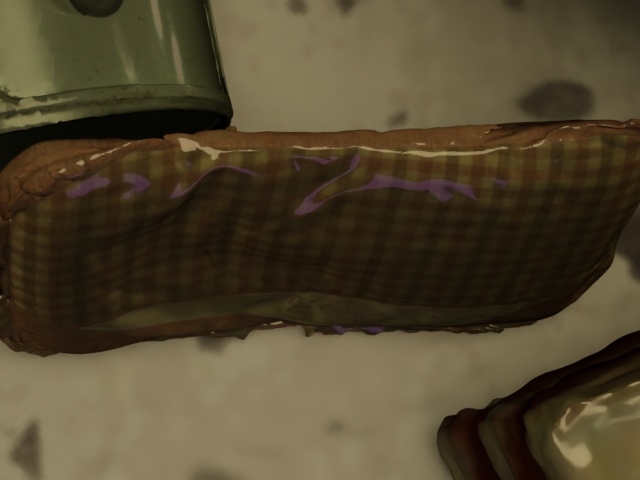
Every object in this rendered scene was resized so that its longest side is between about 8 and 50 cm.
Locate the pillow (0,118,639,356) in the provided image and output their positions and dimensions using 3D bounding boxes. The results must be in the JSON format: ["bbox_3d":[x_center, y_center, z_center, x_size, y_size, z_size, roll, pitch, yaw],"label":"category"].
[{"bbox_3d":[-0.001,0.001,0.561,0.211,0.135,0.034,-4,65,-10],"label":"pillow"}]

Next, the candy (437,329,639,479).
[{"bbox_3d":[0.190,0.161,0.573,0.179,0.135,0.321,-26,90,-13],"label":"candy"}]

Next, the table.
[{"bbox_3d":[-0.108,-0.130,0.556,0.126,0.126,0.220,-10,84,-11],"label":"table"}]
